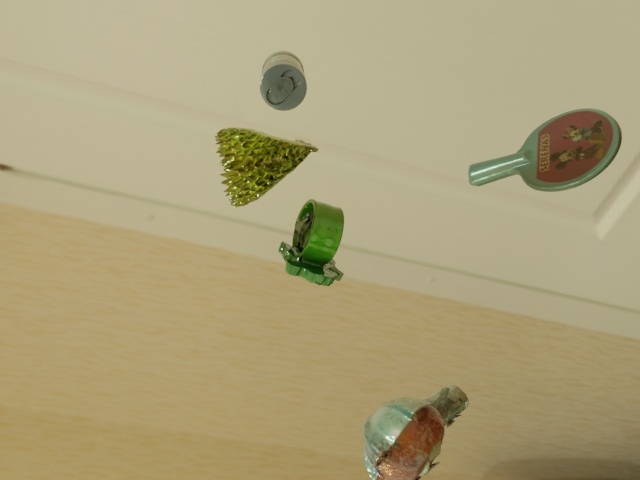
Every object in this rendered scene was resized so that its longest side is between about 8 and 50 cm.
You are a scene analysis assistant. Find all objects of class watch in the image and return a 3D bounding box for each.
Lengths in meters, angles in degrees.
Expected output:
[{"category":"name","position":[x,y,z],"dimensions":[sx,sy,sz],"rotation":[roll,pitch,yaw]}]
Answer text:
[{"category":"watch","position":[0.000,0.000,1.424],"dimensions":[0.165,0.131,0.152],"rotation":[-124,55,-68]}]

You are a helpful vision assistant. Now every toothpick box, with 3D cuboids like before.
[{"category":"toothpick box","position":[-0.082,-0.351,1.490],"dimensions":[0.153,0.101,0.101],"rotation":[-99,26,-64]}]

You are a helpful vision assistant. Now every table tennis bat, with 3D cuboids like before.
[{"category":"table tennis bat","position":[0.343,-0.129,1.063],"dimensions":[0.244,0.040,0.152],"rotation":[-13,48,38]}]

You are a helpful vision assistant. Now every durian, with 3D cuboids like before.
[{"category":"durian","position":[-0.065,-0.085,0.765],"dimensions":[0.215,0.100,0.086],"rotation":[-171,72,-74]}]

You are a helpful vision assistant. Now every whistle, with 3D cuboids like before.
[{"category":"whistle","position":[0.173,0.324,1.178],"dimensions":[0.346,0.134,0.142],"rotation":[-6,-77,-58]}]
